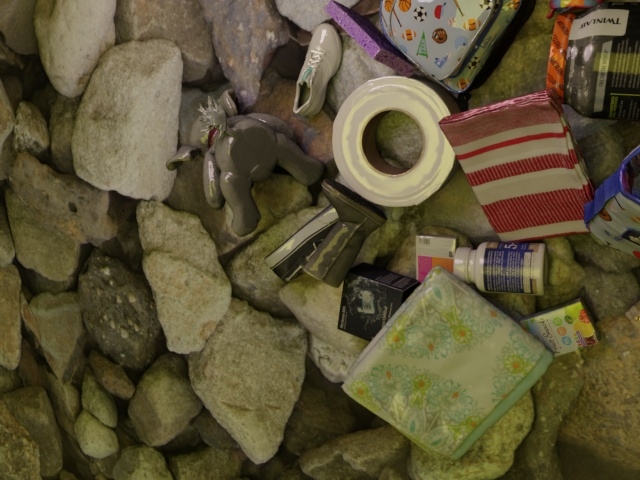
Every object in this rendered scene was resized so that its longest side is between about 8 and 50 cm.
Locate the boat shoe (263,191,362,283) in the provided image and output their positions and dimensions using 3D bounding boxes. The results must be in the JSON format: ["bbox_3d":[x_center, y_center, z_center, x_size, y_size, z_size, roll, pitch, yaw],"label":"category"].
[{"bbox_3d":[-0.001,0.002,1.588,0.306,0.113,0.105,-38,95,22],"label":"boat shoe"}]

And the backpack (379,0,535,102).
[{"bbox_3d":[0.247,-0.449,1.302,0.263,0.213,0.277,44,121,20],"label":"backpack"}]

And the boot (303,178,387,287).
[{"bbox_3d":[0.026,-0.012,1.485,0.189,0.076,0.208,34,111,-18],"label":"boot"}]

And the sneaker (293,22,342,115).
[{"bbox_3d":[-0.014,-0.383,1.496,0.080,0.094,0.212,22,112,20],"label":"sneaker"}]

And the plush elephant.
[{"bbox_3d":[-0.212,-0.212,1.568,0.272,0.255,0.330,-45,122,-10],"label":"plush elephant"}]

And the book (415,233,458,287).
[{"bbox_3d":[0.268,0.060,1.524,0.096,0.035,0.144,6,107,28],"label":"book"}]

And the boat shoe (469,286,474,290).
[{"bbox_3d":[0.326,0.207,1.515,0.081,0.069,0.228,2,106,10],"label":"boat shoe"}]

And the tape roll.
[{"bbox_3d":[0.172,-0.218,1.453,0.286,0.100,0.287,7,106,23],"label":"tape roll"}]

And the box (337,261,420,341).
[{"bbox_3d":[0.135,0.154,1.567,0.158,0.093,0.156,18,112,30],"label":"box"}]

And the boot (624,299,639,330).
[{"bbox_3d":[0.672,0.077,1.307,0.262,0.095,0.203,43,119,6],"label":"boot"}]

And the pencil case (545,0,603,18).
[{"bbox_3d":[0.475,-0.537,1.223,0.104,0.104,0.237,5,105,24],"label":"pencil case"}]

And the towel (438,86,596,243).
[{"bbox_3d":[0.402,-0.129,1.310,0.237,0.037,0.329,-10,124,41],"label":"towel"}]

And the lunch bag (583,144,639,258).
[{"bbox_3d":[0.652,-0.072,1.075,0.385,0.328,0.239,-4,79,11],"label":"lunch bag"}]

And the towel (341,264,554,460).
[{"bbox_3d":[0.271,0.286,1.463,0.320,0.090,0.375,36,110,-3],"label":"towel"}]

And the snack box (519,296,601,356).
[{"bbox_3d":[0.521,0.195,1.439,0.141,0.037,0.100,-25,92,29],"label":"snack box"}]

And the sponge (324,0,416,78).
[{"bbox_3d":[0.102,-0.420,1.371,0.031,0.117,0.210,-52,51,25],"label":"sponge"}]

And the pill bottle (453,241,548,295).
[{"bbox_3d":[0.388,0.059,1.421,0.186,0.112,0.112,2,105,24],"label":"pill bottle"}]

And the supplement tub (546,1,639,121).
[{"bbox_3d":[0.587,-0.313,1.170,0.337,0.207,0.207,9,108,22],"label":"supplement tub"}]
